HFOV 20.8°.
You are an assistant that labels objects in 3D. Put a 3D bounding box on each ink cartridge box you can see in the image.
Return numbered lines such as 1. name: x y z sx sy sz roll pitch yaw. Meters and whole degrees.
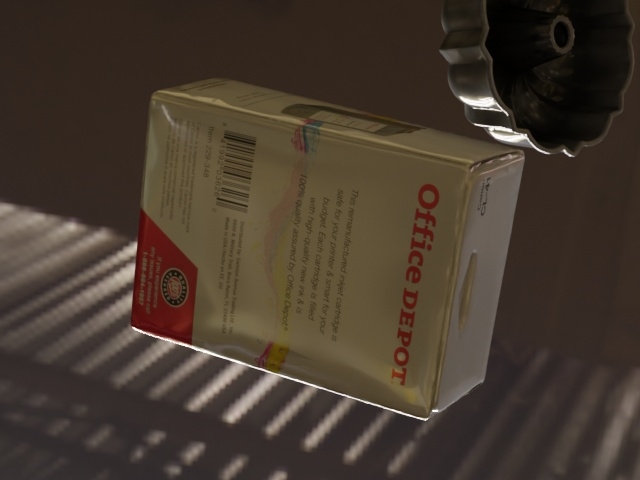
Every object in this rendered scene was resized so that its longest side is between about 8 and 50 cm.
1. ink cartridge box: 0.000 0.000 1.508 0.306 0.226 0.131 15 -163 23

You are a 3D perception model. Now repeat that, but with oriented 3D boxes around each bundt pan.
1. bundt pan: 0.284 -0.278 2.383 0.331 0.330 0.124 -4 -176 -43
